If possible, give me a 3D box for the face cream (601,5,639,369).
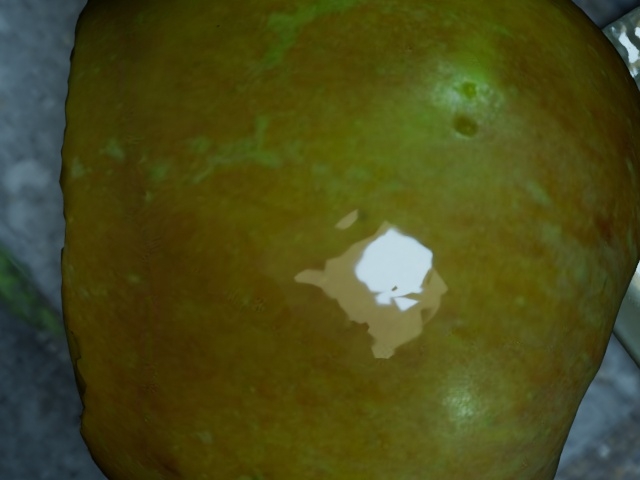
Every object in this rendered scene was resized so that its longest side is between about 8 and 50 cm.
[{"bbox_3d":[0.201,0.061,0.721,0.137,0.084,0.341,-32,95,15],"label":"face cream"}]

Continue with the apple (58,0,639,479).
[{"bbox_3d":[0.000,0.000,0.631,0.207,0.237,0.237,21,102,7],"label":"apple"}]
